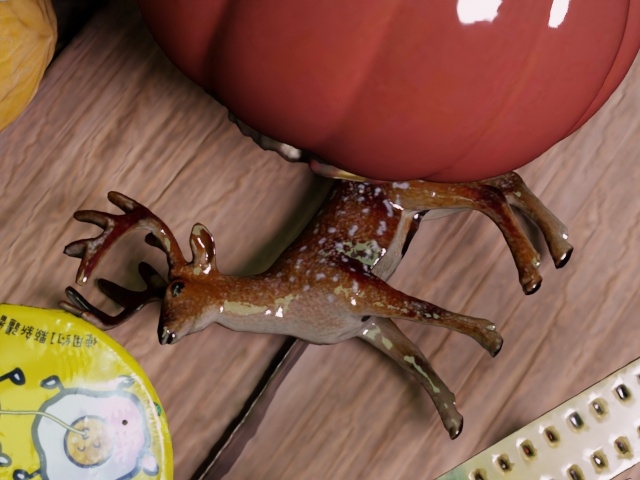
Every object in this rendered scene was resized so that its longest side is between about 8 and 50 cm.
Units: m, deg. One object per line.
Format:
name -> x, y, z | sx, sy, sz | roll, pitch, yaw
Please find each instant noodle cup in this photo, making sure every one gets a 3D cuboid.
instant noodle cup -> -0.164, 0.141, 0.747 | 0.182, 0.144, 0.182 | -1, 71, 2

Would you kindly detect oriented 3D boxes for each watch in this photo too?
watch -> 0.110, 0.134, 0.729 | 0.268, 0.165, 0.102 | -29, 75, -5

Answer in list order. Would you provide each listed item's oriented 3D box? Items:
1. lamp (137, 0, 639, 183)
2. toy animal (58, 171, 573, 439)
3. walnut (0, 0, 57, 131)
lamp -> 0.036, -0.167, 0.738 | 0.303, 0.257, 0.303 | 19, 39, -15
toy animal -> -0.001, 0.012, 0.830 | 0.260, 0.087, 0.243 | 29, 59, 16
walnut -> -0.261, -0.125, 0.826 | 0.206, 0.159, 0.159 | -2, 72, 13
